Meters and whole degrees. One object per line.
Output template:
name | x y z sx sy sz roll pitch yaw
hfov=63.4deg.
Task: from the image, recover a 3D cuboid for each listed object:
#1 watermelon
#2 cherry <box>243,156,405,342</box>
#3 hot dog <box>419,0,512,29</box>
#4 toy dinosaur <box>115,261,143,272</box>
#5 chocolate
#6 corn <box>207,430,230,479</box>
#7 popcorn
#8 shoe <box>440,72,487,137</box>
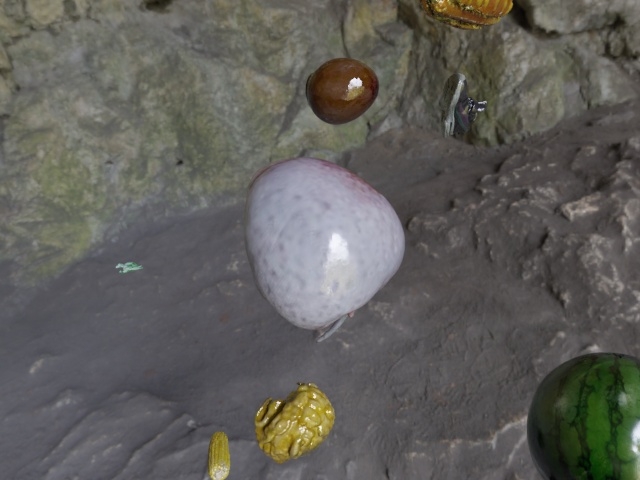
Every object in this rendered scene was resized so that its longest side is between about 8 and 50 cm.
watermelon | 0.622 0.416 1.114 0.362 0.364 0.363 -11 23 5
cherry | -0.007 0.007 1.000 0.291 0.335 0.327 -30 27 46
hot dog | 0.295 -0.478 1.046 0.268 0.072 0.115 -16 -1 -41
toy dinosaur | -0.377 0.053 1.051 0.062 0.021 0.083 -5 6 29
chocolate | 0.058 -0.348 1.218 0.176 0.177 0.177 -11 23 5
corn | -0.308 0.651 1.571 0.067 0.068 0.206 -15 14 -7
popcorn | -0.082 0.532 1.497 0.250 0.250 0.190 -27 63 -30
shoe | 0.337 -0.313 1.209 0.099 0.169 0.071 0 52 2
